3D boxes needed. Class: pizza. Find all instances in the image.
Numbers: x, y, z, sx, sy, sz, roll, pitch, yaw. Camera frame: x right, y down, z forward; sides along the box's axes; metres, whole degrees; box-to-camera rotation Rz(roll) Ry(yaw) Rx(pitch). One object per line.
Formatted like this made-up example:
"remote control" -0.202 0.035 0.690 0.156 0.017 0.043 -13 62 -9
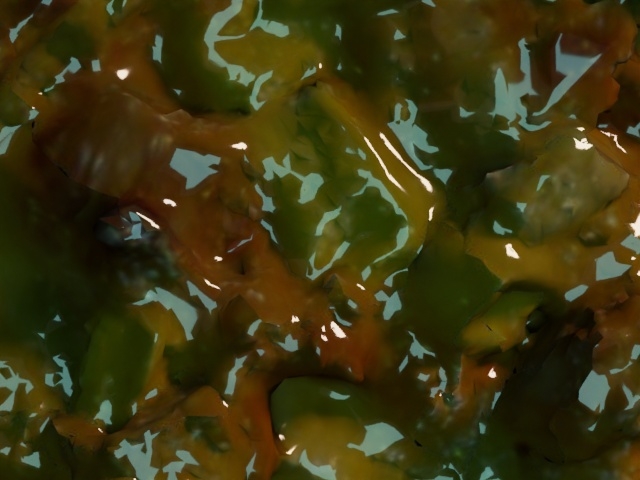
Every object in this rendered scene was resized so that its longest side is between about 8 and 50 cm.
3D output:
"pizza" -0.027 -0.022 0.430 0.268 0.087 0.258 18 90 -6
